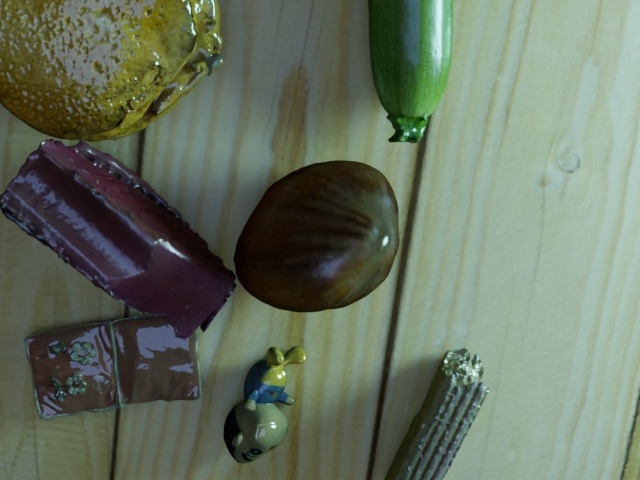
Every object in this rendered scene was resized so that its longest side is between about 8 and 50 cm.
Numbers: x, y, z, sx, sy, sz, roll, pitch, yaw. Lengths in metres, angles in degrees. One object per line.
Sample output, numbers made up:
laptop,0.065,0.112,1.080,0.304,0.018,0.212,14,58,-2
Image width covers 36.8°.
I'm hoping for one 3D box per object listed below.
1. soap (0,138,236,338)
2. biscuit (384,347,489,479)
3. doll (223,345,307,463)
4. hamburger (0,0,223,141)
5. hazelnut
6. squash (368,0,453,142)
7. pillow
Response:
soap,-0.237,0.001,1.186,0.289,0.182,0.112,41,100,-5
biscuit,0.150,0.264,1.290,0.061,0.108,0.239,25,103,-1
doll,-0.075,0.227,1.294,0.089,0.102,0.179,38,109,35
hamburger,-0.272,-0.267,1.123,0.314,0.170,0.290,41,102,-9
hazelnut,0.006,0.007,1.183,0.210,0.210,0.186,-3,145,0
squash,0.109,-0.311,1.151,0.107,0.107,0.395,1,104,-1
pillow,-0.275,0.166,1.294,0.232,0.043,0.126,-8,103,0
